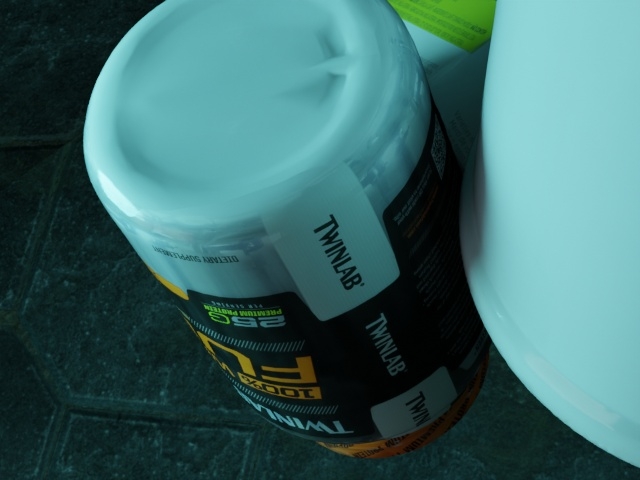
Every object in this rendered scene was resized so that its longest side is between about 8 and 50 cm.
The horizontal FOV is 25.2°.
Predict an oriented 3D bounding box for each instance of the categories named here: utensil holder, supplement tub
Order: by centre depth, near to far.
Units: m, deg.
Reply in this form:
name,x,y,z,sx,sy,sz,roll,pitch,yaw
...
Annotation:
name,x,y,z,sx,sy,sz,roll,pitch,yaw
utensil holder,0.238,-0.101,0.698,0.327,0.328,0.385,52,163,27
supplement tub,0.000,0.000,0.944,0.207,0.207,0.338,51,174,38

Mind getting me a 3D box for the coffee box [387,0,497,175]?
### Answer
name,x,y,z,sx,sy,sz,roll,pitch,yaw
coffee box,0.214,-0.131,1.160,0.337,0.334,0.338,56,173,-29
